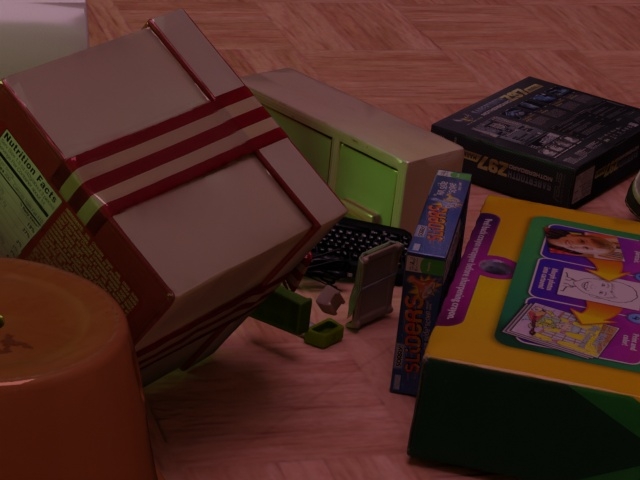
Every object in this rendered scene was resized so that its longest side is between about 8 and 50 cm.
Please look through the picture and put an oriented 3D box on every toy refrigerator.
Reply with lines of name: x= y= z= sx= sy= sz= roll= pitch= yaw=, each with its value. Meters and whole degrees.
toy refrigerator: x=0.018 y=-0.088 z=2.035 sx=0.094 sy=0.102 sz=0.269 roll=-16 pitch=33 yaw=-41

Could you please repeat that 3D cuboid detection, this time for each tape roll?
tape roll: x=-0.331 y=-0.164 z=1.943 sx=0.169 sy=0.246 sz=0.246 roll=-1 pitch=25 yaw=-15

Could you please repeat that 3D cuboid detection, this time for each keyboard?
keyboard: x=0.000 y=0.000 z=1.866 sx=0.192 sy=0.038 sz=0.100 roll=9 pitch=46 yaw=-10

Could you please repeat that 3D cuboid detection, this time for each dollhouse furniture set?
dollhouse furniture set: x=0.006 y=0.045 z=1.762 sx=0.059 sy=0.076 sz=0.152 roll=24 pitch=30 yaw=33

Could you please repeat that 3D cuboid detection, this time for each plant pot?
plant pot: x=-0.236 y=0.140 z=1.327 sx=0.291 sy=0.203 sz=0.291 roll=5 pitch=23 yaw=-2

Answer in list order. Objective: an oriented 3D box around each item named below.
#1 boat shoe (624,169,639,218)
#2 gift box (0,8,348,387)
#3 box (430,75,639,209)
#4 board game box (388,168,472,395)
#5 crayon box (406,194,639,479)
boat shoe: x=0.403 y=-0.062 z=2.126 sx=0.228 sy=0.069 sz=0.081 roll=-22 pitch=76 yaw=-41
gift box: x=-0.172 y=-0.015 z=1.594 sx=0.258 sy=0.276 sz=0.255 roll=-28 pitch=81 yaw=-49
box: x=0.257 y=-0.113 z=2.207 sx=0.183 sy=0.059 sz=0.233 roll=20 pitch=28 yaw=28
board game box: x=0.100 y=0.034 z=1.737 sx=0.035 sy=0.136 sz=0.201 roll=10 pitch=23 yaw=8
crayon box: x=0.264 y=0.095 z=1.681 sx=0.313 sy=0.106 sz=0.363 roll=12 pitch=25 yaw=9
